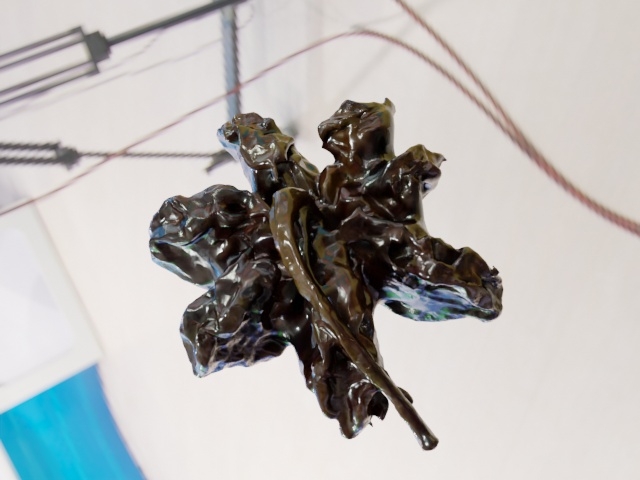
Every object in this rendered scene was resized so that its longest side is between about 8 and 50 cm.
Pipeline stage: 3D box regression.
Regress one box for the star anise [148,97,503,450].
[{"bbox_3d":[0.000,0.000,0.704,0.220,0.190,0.126,16,151,19],"label":"star anise"}]
